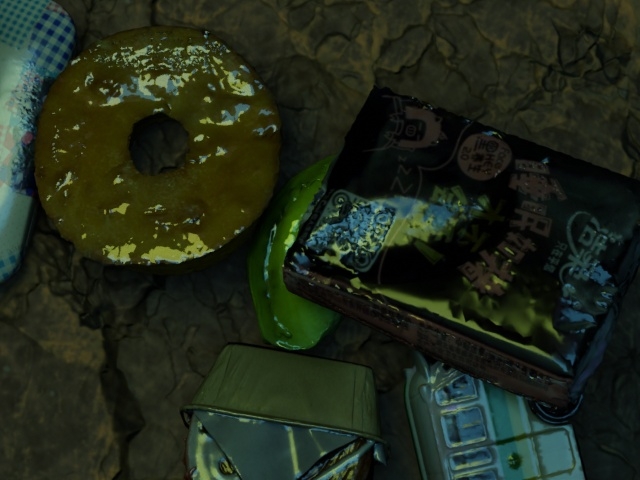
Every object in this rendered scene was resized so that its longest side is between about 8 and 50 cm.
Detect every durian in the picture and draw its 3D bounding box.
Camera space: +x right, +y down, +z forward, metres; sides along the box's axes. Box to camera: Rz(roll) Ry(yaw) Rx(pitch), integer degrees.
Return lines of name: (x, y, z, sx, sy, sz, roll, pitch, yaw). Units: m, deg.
durian: (0.000, 0.000, 1.870, 0.139, 0.101, 0.250, 26, 79, -15)

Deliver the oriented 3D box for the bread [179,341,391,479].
bread: (-0.040, 0.223, 1.830, 0.224, 0.142, 0.212, 9, 72, 5)

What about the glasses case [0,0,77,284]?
glasses case: (-0.352, -0.111, 1.886, 0.125, 0.076, 0.327, 12, 83, 2)

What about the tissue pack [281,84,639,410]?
tissue pack: (0.151, 0.008, 1.746, 0.332, 0.123, 0.245, 22, 70, 18)

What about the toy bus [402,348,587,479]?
toy bus: (0.192, 0.229, 1.824, 0.179, 0.143, 0.305, -12, 85, -1)

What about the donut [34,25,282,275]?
donut: (-0.165, -0.086, 1.849, 0.277, 0.108, 0.277, -2, 70, 6)
